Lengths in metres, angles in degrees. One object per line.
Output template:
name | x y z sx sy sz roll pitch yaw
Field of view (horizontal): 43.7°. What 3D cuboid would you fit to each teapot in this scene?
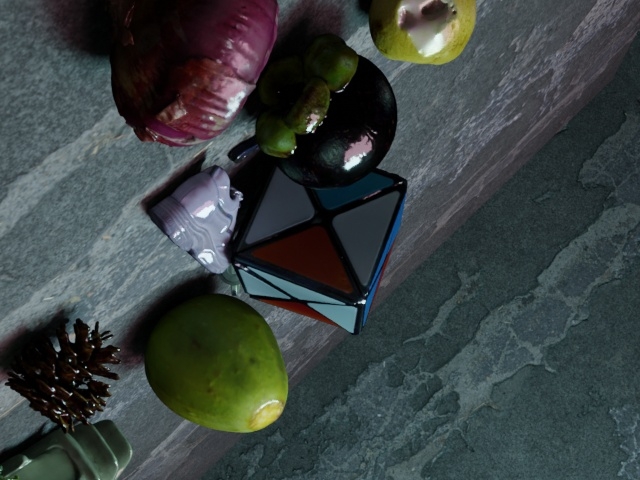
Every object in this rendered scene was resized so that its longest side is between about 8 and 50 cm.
teapot | -0.171 0.065 1.608 0.057 0.066 0.087 -72 162 -82

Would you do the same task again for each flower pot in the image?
flower pot | -0.538 0.490 1.559 0.368 0.164 0.254 -33 165 -38

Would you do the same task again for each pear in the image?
pear | 0.160 -0.363 1.254 0.178 0.178 0.178 -41 163 -15

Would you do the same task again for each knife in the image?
knife | -0.103 -0.165 1.324 0.121 0.018 0.031 -41 165 -22

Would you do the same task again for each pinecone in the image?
pinecone | -0.390 0.202 1.257 0.165 0.163 0.163 -53 167 -21

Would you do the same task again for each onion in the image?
onion | -0.150 -0.214 0.831 0.230 0.230 0.163 -48 128 8

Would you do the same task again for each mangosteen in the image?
mangosteen | 0.007 -0.192 1.223 0.243 0.243 0.243 -41 163 -15

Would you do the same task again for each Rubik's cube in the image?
Rubik's cube | 0.001 0.000 1.438 0.248 0.250 0.246 93 17 -71

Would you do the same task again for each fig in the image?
fig | -0.190 0.247 1.566 0.258 0.326 0.258 -26 130 -36

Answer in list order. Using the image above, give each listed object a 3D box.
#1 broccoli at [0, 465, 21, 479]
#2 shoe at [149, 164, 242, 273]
broccoli | -0.561 0.319 1.137 0.221 0.252 0.361 -37 127 -40
shoe | -0.179 -0.034 1.314 0.137 0.095 0.245 -43 157 -3
